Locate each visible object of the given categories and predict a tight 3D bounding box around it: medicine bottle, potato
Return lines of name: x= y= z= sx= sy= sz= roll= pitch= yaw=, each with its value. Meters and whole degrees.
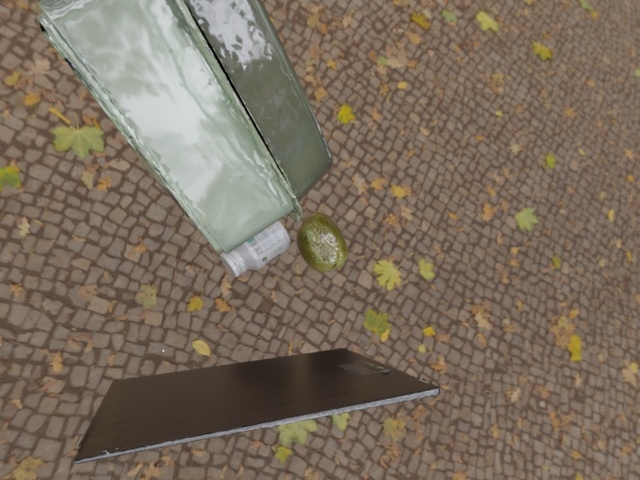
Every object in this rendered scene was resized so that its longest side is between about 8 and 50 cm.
medicine bottle: x=-0.219 y=0.026 z=1.397 sx=0.215 sy=0.135 sz=0.135 roll=-35 pitch=90 yaw=-22
potato: x=0.000 y=0.000 z=1.551 sx=0.173 sy=0.307 sz=0.210 roll=-38 pitch=103 yaw=4

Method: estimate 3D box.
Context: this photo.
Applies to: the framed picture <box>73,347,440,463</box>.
framed picture: x=-0.074 y=0.173 z=0.495 sx=0.339 sy=0.255 sz=0.014 roll=-3 pitch=86 yaw=-21

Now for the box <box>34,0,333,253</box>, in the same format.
box: x=-0.127 y=-0.144 z=0.432 sx=0.166 sy=0.221 sz=0.290 roll=-38 pitch=127 yaw=-12
